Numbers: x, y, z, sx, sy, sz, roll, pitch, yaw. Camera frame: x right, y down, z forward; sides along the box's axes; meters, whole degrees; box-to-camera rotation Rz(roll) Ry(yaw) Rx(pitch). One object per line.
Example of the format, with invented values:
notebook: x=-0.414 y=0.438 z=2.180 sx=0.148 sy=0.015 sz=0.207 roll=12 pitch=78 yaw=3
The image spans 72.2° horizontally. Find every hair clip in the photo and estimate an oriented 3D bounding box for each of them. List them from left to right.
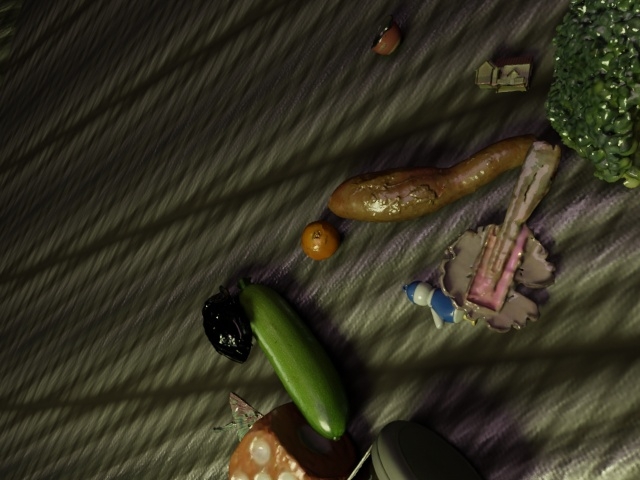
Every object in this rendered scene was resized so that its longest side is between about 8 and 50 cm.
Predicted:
hair clip: x=0.306 y=-0.008 z=0.706 sx=0.173 sy=0.069 sz=0.300 roll=23 pitch=95 yaw=17

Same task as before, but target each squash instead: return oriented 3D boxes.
squash: x=-0.059 y=0.216 z=0.882 sx=0.107 sy=0.107 sz=0.395 roll=-51 pitch=57 yaw=15

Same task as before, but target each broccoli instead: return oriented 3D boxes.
broccoli: x=0.469 y=-0.238 z=0.558 sx=0.281 sy=0.293 sz=0.347 roll=5 pitch=98 yaw=-6

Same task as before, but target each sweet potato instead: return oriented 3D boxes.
sweet potato: x=0.186 y=-0.095 z=0.789 sx=0.386 sy=0.109 sz=0.109 roll=-11 pitch=77 yaw=24

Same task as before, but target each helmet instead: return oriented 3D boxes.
helmet: x=0.140 y=-0.411 z=0.890 sx=0.065 sy=0.049 sz=0.083 roll=-30 pitch=36 yaw=60

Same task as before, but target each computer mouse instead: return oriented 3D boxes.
computer mouse: x=-0.207 y=0.185 z=0.942 sx=0.242 sy=0.078 sz=0.146 roll=16 pitch=126 yaw=61

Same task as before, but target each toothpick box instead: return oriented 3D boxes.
toothpick box: x=0.114 y=0.475 z=0.696 sx=0.229 sy=0.229 sz=0.316 roll=39 pitch=105 yaw=29

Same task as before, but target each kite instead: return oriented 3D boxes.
kite: x=-0.188 y=0.413 z=0.990 sx=0.157 sy=0.011 sz=0.139 roll=-27 pitch=67 yaw=24

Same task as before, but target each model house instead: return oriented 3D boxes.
model house: x=0.319 y=-0.292 z=0.763 sx=0.083 sy=0.057 sz=0.058 roll=10 pitch=92 yaw=33

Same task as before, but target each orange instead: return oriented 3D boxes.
orange: x=0.001 y=0.000 z=0.896 sx=0.084 sy=0.084 sz=0.083 roll=-5 pitch=80 yaw=30

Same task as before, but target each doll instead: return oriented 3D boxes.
doll: x=0.209 y=0.104 z=0.770 sx=0.143 sy=0.057 sz=0.098 roll=16 pitch=70 yaw=32

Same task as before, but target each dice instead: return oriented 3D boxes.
dice: x=-0.050 y=0.425 z=0.813 sx=0.175 sy=0.174 sz=0.179 roll=35 pitch=105 yaw=29
